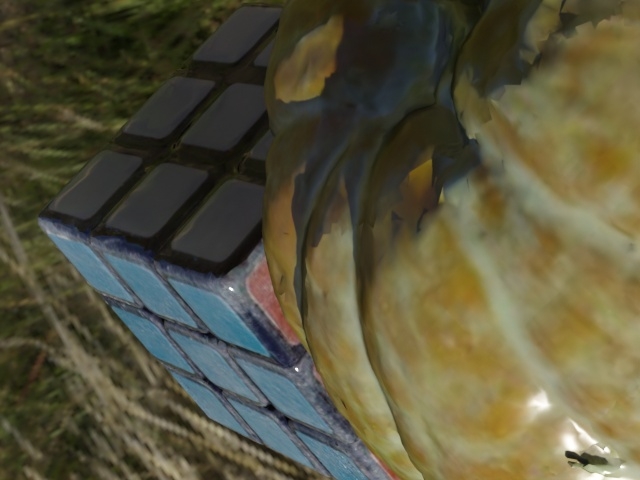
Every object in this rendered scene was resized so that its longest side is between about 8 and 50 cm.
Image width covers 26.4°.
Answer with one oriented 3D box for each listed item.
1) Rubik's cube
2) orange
[{"bbox_3d":[0.000,0.000,1.191,0.301,0.303,0.305,14,146,51],"label":"Rubik's cube"},{"bbox_3d":[0.116,-0.037,0.504,0.329,0.249,0.329,-26,56,44],"label":"orange"}]
